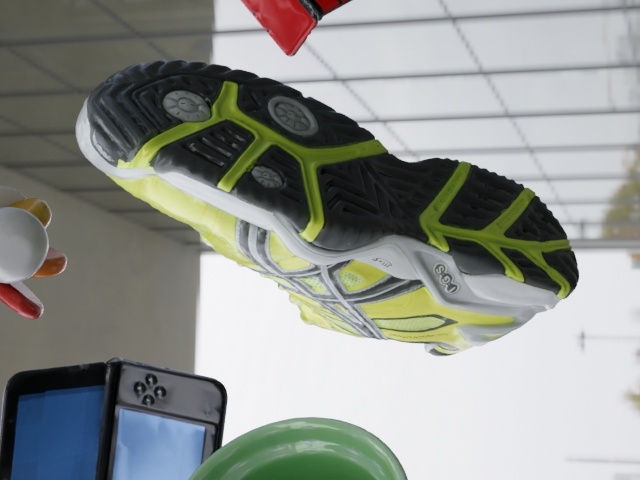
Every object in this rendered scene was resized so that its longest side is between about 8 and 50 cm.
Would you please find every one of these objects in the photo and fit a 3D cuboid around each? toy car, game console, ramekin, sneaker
[{"bbox_3d":[-0.343,0.035,1.304,0.136,0.182,0.159,70,168,-21],"label":"toy car"},{"bbox_3d":[-0.032,-0.359,1.864,0.144,0.124,0.085,51,157,15],"label":"game console"},{"bbox_3d":[-0.278,0.318,1.717,0.173,0.250,0.293,-32,-49,-73],"label":"game console"},{"bbox_3d":[-0.023,0.375,1.562,0.303,0.303,0.148,-74,-27,-44],"label":"ramekin"},{"bbox_3d":[0.000,0.000,0.919,0.147,0.384,0.145,-49,29,35],"label":"sneaker"}]
